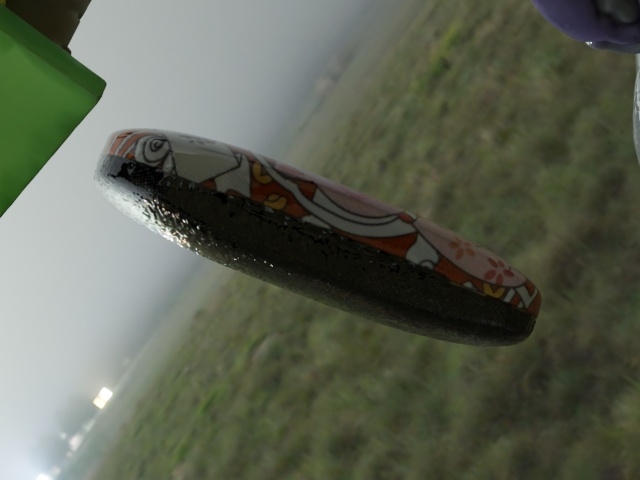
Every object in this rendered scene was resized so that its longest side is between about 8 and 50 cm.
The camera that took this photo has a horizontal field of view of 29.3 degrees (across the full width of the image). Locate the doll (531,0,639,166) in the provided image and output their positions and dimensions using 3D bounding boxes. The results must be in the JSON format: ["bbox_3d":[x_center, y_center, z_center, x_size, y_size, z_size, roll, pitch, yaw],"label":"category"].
[{"bbox_3d":[0.138,-0.062,0.384,0.102,0.227,0.075,-30,44,19],"label":"doll"}]

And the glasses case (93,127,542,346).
[{"bbox_3d":[0.000,0.000,0.701,0.103,0.267,0.067,168,123,-76],"label":"glasses case"}]

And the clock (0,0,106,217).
[{"bbox_3d":[-0.162,-0.077,0.475,0.220,0.106,0.255,-43,23,29],"label":"clock"}]
